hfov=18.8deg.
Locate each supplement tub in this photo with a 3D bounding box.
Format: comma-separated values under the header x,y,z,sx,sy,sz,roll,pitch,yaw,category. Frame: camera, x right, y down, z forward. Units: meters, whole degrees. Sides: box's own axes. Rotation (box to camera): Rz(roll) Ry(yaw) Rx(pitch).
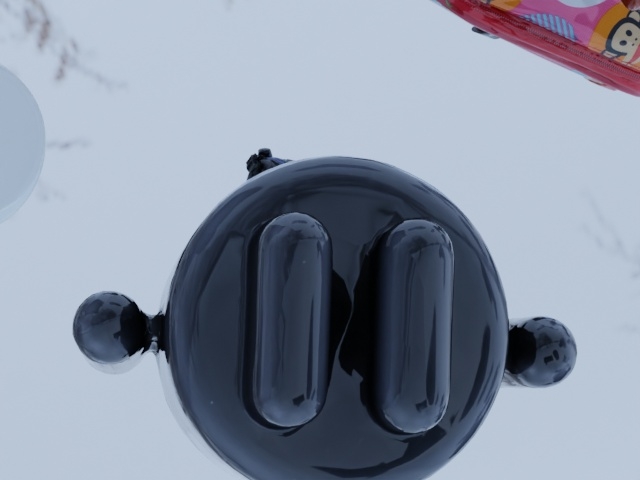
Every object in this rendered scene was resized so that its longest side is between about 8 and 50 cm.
x,y,z,sx,sy,sz,roll,pitch,yaw,category
-0.298,-0.073,1.522,0.144,0.144,0.199,-16,4,-21,supplement tub

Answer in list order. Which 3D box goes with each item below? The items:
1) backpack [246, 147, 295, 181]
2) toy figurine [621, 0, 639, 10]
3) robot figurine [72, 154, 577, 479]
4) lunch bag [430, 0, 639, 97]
x,y,z,sx,sy,sz,roll,pitch,yaw,category
0.000,0.000,1.345,0.084,0.105,0.114,11,6,-38,backpack
0.272,-0.147,1.088,0.148,0.213,0.209,-8,-30,-8,toy figurine
0.001,0.052,0.999,0.173,0.209,0.278,-49,2,-9,robot figurine
0.148,-0.222,1.393,0.258,0.293,0.120,18,-67,-31,lunch bag
